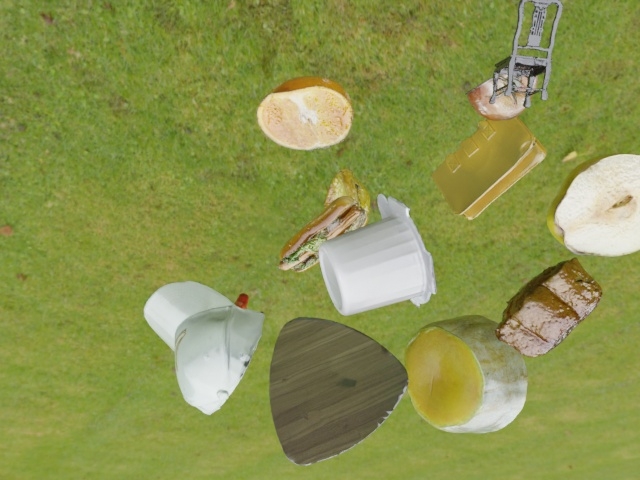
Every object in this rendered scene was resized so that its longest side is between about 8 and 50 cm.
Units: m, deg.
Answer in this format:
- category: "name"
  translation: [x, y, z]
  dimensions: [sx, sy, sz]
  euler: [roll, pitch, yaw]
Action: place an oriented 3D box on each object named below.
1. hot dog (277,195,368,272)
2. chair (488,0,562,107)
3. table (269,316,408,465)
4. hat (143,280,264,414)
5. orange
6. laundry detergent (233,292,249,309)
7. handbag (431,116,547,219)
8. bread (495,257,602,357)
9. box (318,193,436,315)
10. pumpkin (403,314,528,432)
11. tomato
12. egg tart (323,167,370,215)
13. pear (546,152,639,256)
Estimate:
- category: "hot dog"
  translation: [0.000, 0.000, 1.430]
  dimensions: [0.337, 0.100, 0.135]
  euler: [-38, 124, 20]
- category: "chair"
  translation: [0.496, -0.450, 1.113]
  dimensions: [0.106, 0.229, 0.113]
  euler: [6, -172, -2]
- category: "table"
  translation: [0.025, 0.357, 1.122]
  dimensions: [0.317, 0.317, 0.249]
  euler: [-5, 150, 5]
- category: "hat"
  translation: [-0.294, 0.232, 1.058]
  dimensions: [0.301, 0.168, 0.257]
  euler: [35, 105, 9]
- category: "orange"
  translation: [-0.054, -0.433, 1.574]
  dimensions: [0.310, 0.274, 0.274]
  euler: [-31, 141, 4]
- category: "laundry detergent"
  translation: [-0.226, 0.204, 1.226]
  dimensions: [0.049, 0.165, 0.097]
  euler: [19, 133, -6]
- category: "handbag"
  translation: [0.635, -0.299, 1.772]
  dimensions: [0.133, 0.283, 0.401]
  euler: [11, 133, -37]
- category: "bread"
  translation: [0.502, 0.145, 1.017]
  dimensions: [0.247, 0.135, 0.232]
  euler: [-28, 146, -25]
- category: "box"
  translation: [0.109, 0.040, 1.084]
  dimensions: [0.206, 0.291, 0.262]
  euler: [-18, 163, -12]
- category: "pumpkin"
  translation: [0.377, 0.365, 1.289]
  dimensions: [0.199, 0.332, 0.332]
  euler: [16, 143, -36]
- category: "tomato"
  translation: [0.597, -0.470, 1.485]
  dimensions: [0.214, 0.181, 0.155]
  euler: [-32, 101, -2]
- category: "egg tart"
  translation: [0.103, -0.122, 1.687]
  dimensions: [0.123, 0.294, 0.294]
  euler: [6, 146, -19]
- category: "pear"
  translation: [0.962, -0.127, 1.568]
  dimensions: [0.387, 0.191, 0.340]
  euler: [-24, 101, 12]
